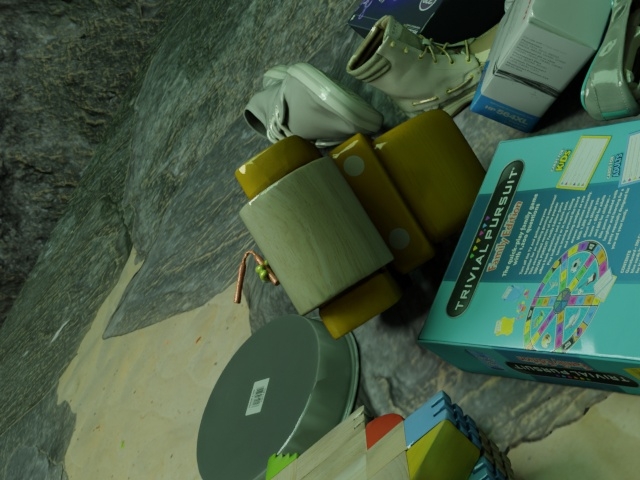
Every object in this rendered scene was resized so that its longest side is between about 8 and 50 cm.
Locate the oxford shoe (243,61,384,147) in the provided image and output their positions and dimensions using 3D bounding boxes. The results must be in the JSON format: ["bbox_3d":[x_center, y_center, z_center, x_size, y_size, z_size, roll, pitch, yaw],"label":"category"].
[{"bbox_3d":[-0.022,-0.200,1.501,0.130,0.169,0.449,-54,20,-2],"label":"oxford shoe"}]

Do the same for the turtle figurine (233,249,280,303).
[{"bbox_3d":[0.000,0.000,1.331,0.217,0.087,0.270,11,62,53],"label":"turtle figurine"}]

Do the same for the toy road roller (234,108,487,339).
[{"bbox_3d":[0.068,-0.041,1.059,0.240,0.203,0.329,-33,-4,10],"label":"toy road roller"}]

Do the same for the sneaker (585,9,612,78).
[{"bbox_3d":[0.346,-0.257,1.050,0.081,0.080,0.211,-16,47,49],"label":"sneaker"}]

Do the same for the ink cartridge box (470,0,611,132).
[{"bbox_3d":[0.260,-0.240,1.078,0.203,0.085,0.148,118,175,-69],"label":"ink cartridge box"}]

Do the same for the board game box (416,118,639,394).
[{"bbox_3d":[0.268,0.011,0.890,0.336,0.079,0.254,-3,58,58],"label":"board game box"}]

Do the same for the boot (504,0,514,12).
[{"bbox_3d":[0.312,-0.420,1.232,0.258,0.123,0.095,-47,28,17],"label":"boot"}]

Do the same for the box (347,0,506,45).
[{"bbox_3d":[0.172,-0.367,1.434,0.184,0.103,0.261,-57,27,4],"label":"box"}]

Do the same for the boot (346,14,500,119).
[{"bbox_3d":[0.157,-0.256,1.262,0.213,0.165,0.077,-38,33,34],"label":"boot"}]

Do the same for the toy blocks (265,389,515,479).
[{"bbox_3d":[0.064,0.257,0.844,0.261,0.191,0.381,-42,13,14],"label":"toy blocks"}]

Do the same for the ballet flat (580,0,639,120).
[{"bbox_3d":[0.322,-0.214,0.936,0.068,0.072,0.213,4,67,44],"label":"ballet flat"}]

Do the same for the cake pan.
[{"bbox_3d":[-0.067,0.221,1.237,0.293,0.054,0.293,-39,32,30],"label":"cake pan"}]
